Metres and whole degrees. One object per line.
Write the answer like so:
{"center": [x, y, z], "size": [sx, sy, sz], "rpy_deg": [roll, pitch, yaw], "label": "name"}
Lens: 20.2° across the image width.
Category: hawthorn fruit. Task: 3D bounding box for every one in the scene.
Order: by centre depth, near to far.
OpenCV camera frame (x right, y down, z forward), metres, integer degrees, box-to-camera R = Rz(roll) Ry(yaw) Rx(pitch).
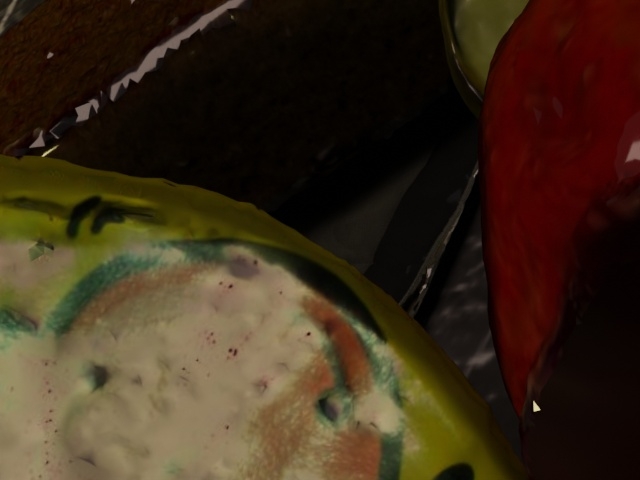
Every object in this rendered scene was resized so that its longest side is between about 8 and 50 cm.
{"center": [0.123, -0.019, 0.516], "size": [0.189, 0.189, 0.251], "rpy_deg": [-37, 39, 13], "label": "hawthorn fruit"}

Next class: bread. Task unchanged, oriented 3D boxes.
{"center": [-0.001, -0.115, 0.821], "size": [0.416, 0.113, 0.165], "rpy_deg": [-33, 33, 17], "label": "bread"}

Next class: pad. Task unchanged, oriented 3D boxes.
{"center": [0.000, 0.000, 0.808], "size": [0.174, 0.022, 0.233], "rpy_deg": [-5, 48, 48], "label": "pad"}

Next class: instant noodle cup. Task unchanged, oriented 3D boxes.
{"center": [-0.122, 0.117, 0.560], "size": [0.325, 0.325, 0.254], "rpy_deg": [-48, 21, -6], "label": "instant noodle cup"}

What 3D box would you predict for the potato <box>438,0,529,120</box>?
{"center": [0.168, -0.122, 0.660], "size": [0.271, 0.160, 0.111], "rpy_deg": [-42, -12, 1], "label": "potato"}
